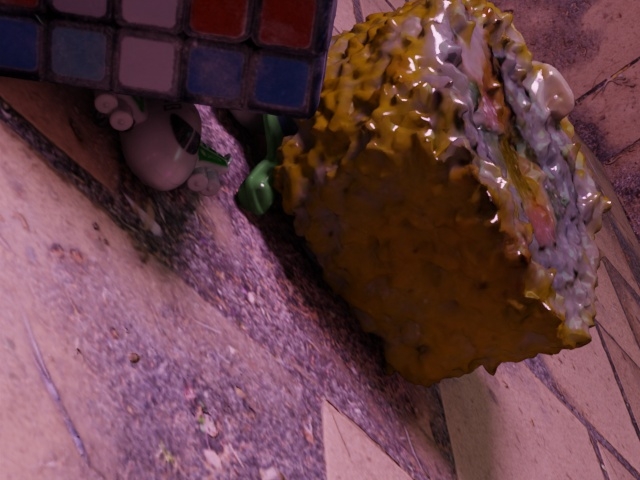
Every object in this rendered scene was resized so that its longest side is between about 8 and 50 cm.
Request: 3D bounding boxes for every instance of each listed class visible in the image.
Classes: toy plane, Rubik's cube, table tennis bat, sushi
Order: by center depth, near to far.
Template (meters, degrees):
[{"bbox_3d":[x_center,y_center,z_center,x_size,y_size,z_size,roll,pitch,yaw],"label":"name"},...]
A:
[{"bbox_3d":[-0.116,-0.298,1.021,0.293,0.292,0.287,9,28,-2],"label":"Rubik's cube"},{"bbox_3d":[-0.146,-0.114,1.117,0.174,0.080,0.174,46,24,-27],"label":"toy plane"},{"bbox_3d":[0.144,-0.072,1.334,0.397,0.240,0.351,56,36,-21],"label":"sushi"},{"bbox_3d":[-0.038,-0.100,1.347,0.257,0.039,0.161,-61,137,-58],"label":"table tennis bat"}]

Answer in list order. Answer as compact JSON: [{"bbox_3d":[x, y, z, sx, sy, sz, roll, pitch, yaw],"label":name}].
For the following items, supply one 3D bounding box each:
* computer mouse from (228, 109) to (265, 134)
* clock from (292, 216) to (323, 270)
[{"bbox_3d":[-0.075,-0.169,1.401,0.181,0.056,0.089,24,58,-65],"label":"computer mouse"},{"bbox_3d":[0.000,0.000,1.364,0.085,0.017,0.085,46,21,-24],"label":"clock"}]
